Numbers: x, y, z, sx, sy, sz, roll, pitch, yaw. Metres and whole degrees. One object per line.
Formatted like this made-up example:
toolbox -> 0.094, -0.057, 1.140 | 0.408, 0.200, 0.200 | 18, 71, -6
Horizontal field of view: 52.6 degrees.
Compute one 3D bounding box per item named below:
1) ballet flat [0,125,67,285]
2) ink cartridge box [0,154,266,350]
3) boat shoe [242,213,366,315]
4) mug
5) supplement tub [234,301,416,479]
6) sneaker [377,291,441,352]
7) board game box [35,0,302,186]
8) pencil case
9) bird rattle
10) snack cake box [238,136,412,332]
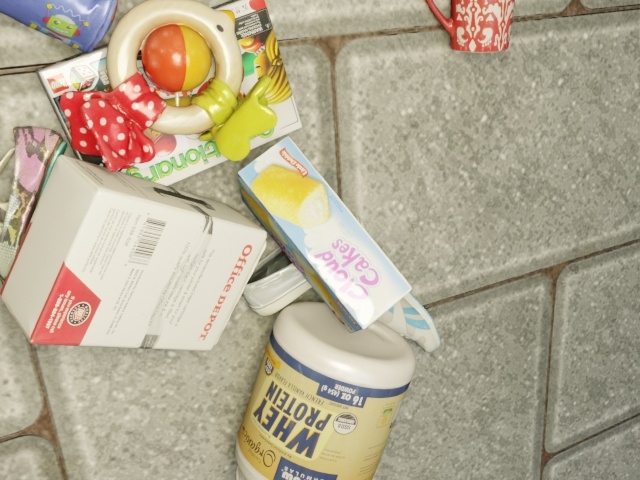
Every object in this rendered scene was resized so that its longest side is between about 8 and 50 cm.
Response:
ballet flat -> -0.384, -0.038, 0.814 | 0.079, 0.077, 0.221 | 15, 95, -13
ink cartridge box -> -0.229, 0.030, 0.836 | 0.273, 0.114, 0.197 | 16, 105, -50
boat shoe -> -0.029, 0.023, 1.014 | 0.227, 0.079, 0.081 | -39, 125, -8
mug -> 0.238, -0.390, 1.018 | 0.113, 0.150, 0.169 | -42, 135, -53
supplement tub -> -0.003, 0.281, 1.023 | 0.228, 0.228, 0.316 | 10, 106, -30
sneaker -> 0.128, 0.125, 1.138 | 0.092, 0.087, 0.228 | -42, 115, -1
board game box -> -0.189, -0.188, 0.870 | 0.305, 0.053, 0.193 | -27, 119, -18
pencil case -> -0.365, -0.323, 0.692 | 0.306, 0.119, 0.133 | 23, 57, -31
bird rattle -> -0.185, -0.190, 0.796 | 0.253, 0.143, 0.207 | -2, 97, -14
snack cake box -> 0.000, 0.000, 0.908 | 0.089, 0.152, 0.264 | -38, 84, -11
